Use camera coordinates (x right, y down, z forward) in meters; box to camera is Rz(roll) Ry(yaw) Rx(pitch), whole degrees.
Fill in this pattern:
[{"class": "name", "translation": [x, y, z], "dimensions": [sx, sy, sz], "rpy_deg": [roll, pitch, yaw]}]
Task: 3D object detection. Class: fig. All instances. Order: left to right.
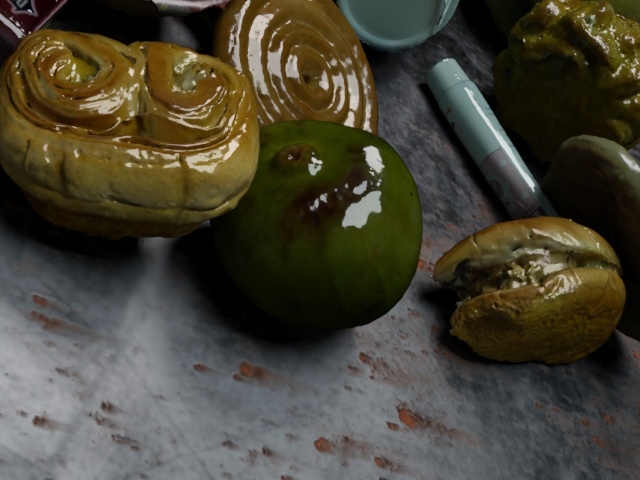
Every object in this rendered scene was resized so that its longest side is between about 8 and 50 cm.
[{"class": "fig", "translation": [0.000, 0.000, 1.215], "dimensions": [0.225, 0.203, 0.203], "rpy_deg": [68, 14, -48]}]

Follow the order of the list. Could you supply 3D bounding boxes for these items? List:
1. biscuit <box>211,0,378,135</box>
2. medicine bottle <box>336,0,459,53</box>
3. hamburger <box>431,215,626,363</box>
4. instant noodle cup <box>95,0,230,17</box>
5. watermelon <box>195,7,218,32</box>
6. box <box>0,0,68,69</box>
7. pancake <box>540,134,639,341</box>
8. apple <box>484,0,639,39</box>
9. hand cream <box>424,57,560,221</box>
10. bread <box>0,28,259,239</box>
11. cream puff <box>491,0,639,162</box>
[{"class": "biscuit", "translation": [-0.018, -0.179, 1.399], "dimensions": [0.262, 0.037, 0.262], "rpy_deg": [22, 59, -43]}, {"class": "medicine bottle", "translation": [0.121, -0.367, 1.650], "dimensions": [0.158, 0.158, 0.318], "rpy_deg": [42, 30, -10]}, {"class": "hamburger", "translation": [0.264, 0.047, 1.442], "dimensions": [0.283, 0.156, 0.144], "rpy_deg": [9, 48, -47]}, {"class": "instant noodle cup", "translation": [-0.207, -0.321, 1.333], "dimensions": [0.274, 0.091, 0.274], "rpy_deg": [21, 46, -23]}, {"class": "watermelon", "translation": [-0.115, -0.295, 1.455], "dimensions": [0.245, 0.063, 0.119], "rpy_deg": [56, 16, 15]}, {"class": "box", "translation": [-0.351, -0.263, 1.165], "dimensions": [0.224, 0.069, 0.120], "rpy_deg": [42, 36, -12]}, {"class": "pancake", "translation": [0.362, 0.008, 1.534], "dimensions": [0.049, 0.294, 0.294], "rpy_deg": [-31, 79, -14]}, {"class": "apple", "translation": [0.375, -0.405, 1.864], "dimensions": [0.254, 0.292, 0.292], "rpy_deg": [-39, 88, -26]}, {"class": "hand cream", "translation": [0.240, -0.095, 1.623], "dimensions": [0.058, 0.085, 0.331], "rpy_deg": [-24, 71, -24]}, {"class": "bread", "translation": [-0.172, -0.094, 1.110], "dimensions": [0.236, 0.120, 0.198], "rpy_deg": [7, 48, -13]}, {"class": "cream puff", "translation": [0.350, -0.215, 1.707], "dimensions": [0.196, 0.244, 0.244], "rpy_deg": [-14, 68, -51]}]
